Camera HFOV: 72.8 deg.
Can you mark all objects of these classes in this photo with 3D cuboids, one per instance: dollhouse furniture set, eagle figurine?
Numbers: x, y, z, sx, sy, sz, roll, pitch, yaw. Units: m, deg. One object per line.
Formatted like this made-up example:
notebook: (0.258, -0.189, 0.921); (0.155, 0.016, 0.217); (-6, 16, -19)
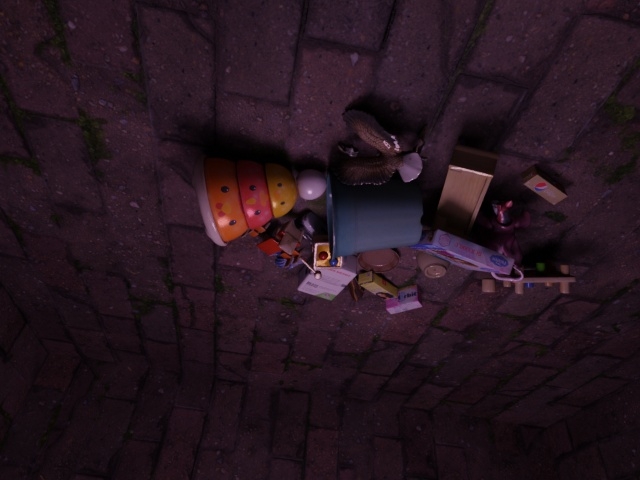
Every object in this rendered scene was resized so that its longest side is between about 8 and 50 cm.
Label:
dollhouse furniture set: (-0.192, 0.015, 1.897); (0.262, 0.135, 0.259); (37, 149, -21)
eagle figurine: (0.205, -0.302, 1.514); (0.298, 0.226, 0.225); (10, 158, -12)

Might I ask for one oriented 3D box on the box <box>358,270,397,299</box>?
box: (0.293, 0.231, 2.191); (0.087, 0.058, 0.232); (-20, 140, 38)

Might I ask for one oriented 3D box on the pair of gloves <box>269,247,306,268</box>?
pair of gloves: (-0.169, 0.073, 2.120); (0.159, 0.023, 0.198); (-13, 137, 18)

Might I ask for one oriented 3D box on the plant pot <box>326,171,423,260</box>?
plant pot: (0.198, -0.100, 1.667); (0.334, 0.341, 0.341); (-3, 139, -3)

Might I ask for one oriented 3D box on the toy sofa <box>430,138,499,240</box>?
toy sofa: (0.525, -0.179, 1.597); (0.150, 0.177, 0.362); (18, 141, 15)

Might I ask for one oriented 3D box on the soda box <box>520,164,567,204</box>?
soda box: (0.846, -0.208, 1.643); (0.181, 0.058, 0.061); (27, 135, -22)

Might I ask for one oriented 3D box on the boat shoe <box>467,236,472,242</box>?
boat shoe: (0.622, 0.022, 1.922); (0.228, 0.076, 0.080); (18, 138, -14)

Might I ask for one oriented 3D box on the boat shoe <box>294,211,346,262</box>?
boat shoe: (-0.001, 0.003, 1.950); (0.105, 0.113, 0.306); (-20, 131, 36)

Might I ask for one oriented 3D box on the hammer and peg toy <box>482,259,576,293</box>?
hammer and peg toy: (0.893, 0.155, 1.933); (0.361, 0.127, 0.266); (-2, -177, 9)

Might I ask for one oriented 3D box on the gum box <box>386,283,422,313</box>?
gum box: (0.426, 0.306, 2.251); (0.188, 0.107, 0.062); (-20, 133, 27)

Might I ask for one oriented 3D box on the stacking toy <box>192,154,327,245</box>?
stacking toy: (-0.212, -0.193, 1.651); (0.480, 0.350, 0.350); (-13, 138, -3)

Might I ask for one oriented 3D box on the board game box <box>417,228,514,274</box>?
board game box: (0.524, 0.042, 1.700); (0.318, 0.066, 0.319); (20, 177, -7)

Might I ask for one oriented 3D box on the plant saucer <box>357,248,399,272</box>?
plant saucer: (0.275, 0.082, 2.065); (0.198, 0.036, 0.198); (3, 139, 3)

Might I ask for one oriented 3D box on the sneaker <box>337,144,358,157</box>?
sneaker: (0.103, -0.339, 1.607); (0.083, 0.032, 0.037); (25, 122, -27)

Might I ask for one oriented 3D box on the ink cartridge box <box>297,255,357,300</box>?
ink cartridge box: (0.032, 0.161, 2.125); (0.198, 0.115, 0.273); (20, 138, -17)

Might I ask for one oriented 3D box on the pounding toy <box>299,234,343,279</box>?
pounding toy: (0.002, 0.087, 1.867); (0.181, 0.094, 0.206); (-1, 115, -9)

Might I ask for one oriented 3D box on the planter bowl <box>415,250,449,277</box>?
planter bowl: (0.524, 0.104, 2.005); (0.162, 0.109, 0.162); (4, 139, 3)

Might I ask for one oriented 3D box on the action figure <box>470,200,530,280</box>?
action figure: (0.697, -0.029, 1.726); (0.248, 0.275, 0.370); (-1, 153, 17)

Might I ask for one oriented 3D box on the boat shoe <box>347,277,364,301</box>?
boat shoe: (0.180, 0.230, 2.231); (0.073, 0.073, 0.207); (-34, 142, -12)
